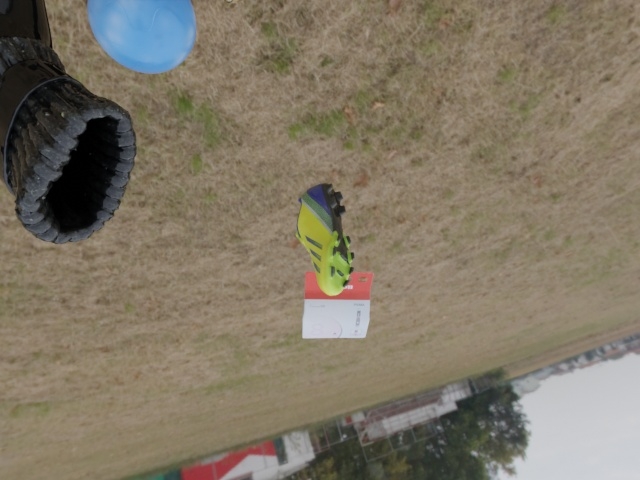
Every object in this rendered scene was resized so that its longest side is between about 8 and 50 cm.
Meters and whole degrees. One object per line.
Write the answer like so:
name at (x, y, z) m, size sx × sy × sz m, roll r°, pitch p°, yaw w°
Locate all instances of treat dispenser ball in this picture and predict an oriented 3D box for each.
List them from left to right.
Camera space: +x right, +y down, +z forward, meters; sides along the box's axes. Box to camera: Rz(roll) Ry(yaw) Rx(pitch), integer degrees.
treat dispenser ball at (-0.506, -0.633, 1.220) m, size 0.288 × 0.288 × 0.288 m, roll -15°, pitch 156°, yaw -7°

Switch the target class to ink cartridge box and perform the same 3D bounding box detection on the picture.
ink cartridge box at (0.045, 0.186, 1.178) m, size 0.188 × 0.066 × 0.232 m, roll 1°, pitch 137°, yaw -4°

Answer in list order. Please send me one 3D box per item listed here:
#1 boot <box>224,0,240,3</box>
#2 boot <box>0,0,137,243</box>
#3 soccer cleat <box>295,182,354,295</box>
boot at (-0.251, -0.904, 1.352) m, size 0.089 × 0.236 × 0.269 m, roll -13°, pitch -155°, yaw 45°
boot at (-0.308, -0.193, 0.437) m, size 0.131 × 0.260 × 0.348 m, roll -26°, pitch 143°, yaw -40°
soccer cleat at (0.001, 0.000, 0.956) m, size 0.121 × 0.289 × 0.093 m, roll -22°, pitch 143°, yaw 25°
